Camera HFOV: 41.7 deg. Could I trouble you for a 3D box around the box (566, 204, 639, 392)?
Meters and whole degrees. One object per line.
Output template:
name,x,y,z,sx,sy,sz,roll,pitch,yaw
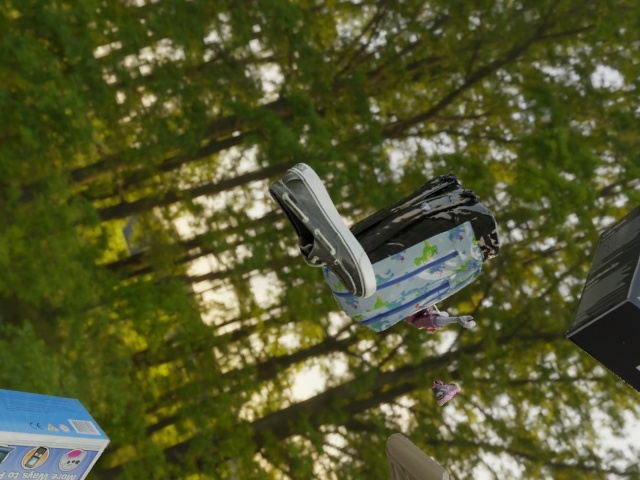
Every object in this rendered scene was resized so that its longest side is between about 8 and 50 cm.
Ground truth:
box,0.697,0.142,1.632,0.343,0.313,0.179,36,-40,-4

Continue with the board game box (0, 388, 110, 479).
board game box,-0.448,0.311,0.957,0.086,0.302,0.308,39,7,34

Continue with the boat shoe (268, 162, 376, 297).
boat shoe,0.000,0.000,1.183,0.219,0.070,0.077,58,-22,-16

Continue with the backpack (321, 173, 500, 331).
backpack,0.180,0.034,1.847,0.290,0.355,0.274,-127,-157,-61

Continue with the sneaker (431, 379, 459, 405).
sneaker,0.303,0.364,2.068,0.057,0.047,0.119,52,17,11

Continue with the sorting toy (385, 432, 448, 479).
sorting toy,0.171,0.419,1.177,0.307,0.041,0.229,-166,-112,-74

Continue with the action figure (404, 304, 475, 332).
action figure,0.243,0.159,2.305,0.370,0.275,0.248,60,5,-43
